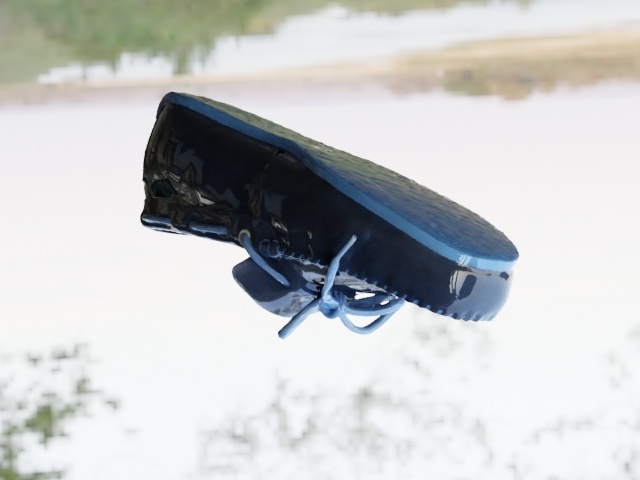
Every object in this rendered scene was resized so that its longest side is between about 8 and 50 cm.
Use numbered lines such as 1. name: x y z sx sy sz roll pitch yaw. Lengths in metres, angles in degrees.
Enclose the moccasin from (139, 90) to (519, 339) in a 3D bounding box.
1. moccasin: 0.000 0.000 1.257 0.138 0.116 0.342 15 -172 -37
